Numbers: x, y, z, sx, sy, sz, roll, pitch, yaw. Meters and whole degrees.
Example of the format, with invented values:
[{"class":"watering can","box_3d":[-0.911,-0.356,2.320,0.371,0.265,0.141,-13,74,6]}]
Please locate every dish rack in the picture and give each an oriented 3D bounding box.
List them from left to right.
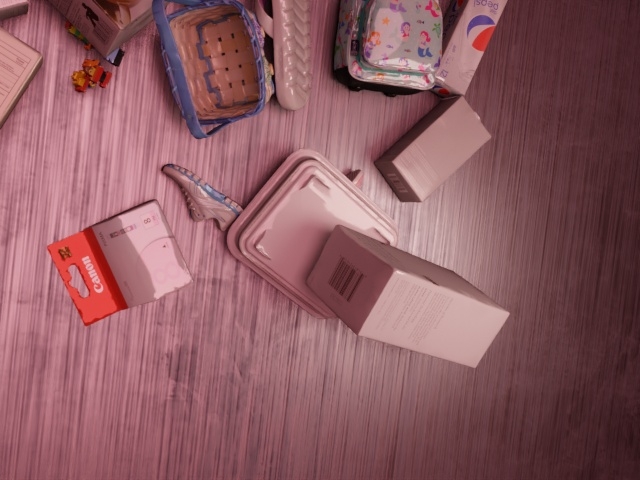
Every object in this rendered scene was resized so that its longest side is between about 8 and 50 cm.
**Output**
[{"class":"dish rack","box_3d":[0.000,0.000,1.657,0.332,0.072,0.286,40,90,-25]}]

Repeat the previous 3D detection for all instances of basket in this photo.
[{"class":"basket","box_3d":[-0.209,-0.340,1.469,0.200,0.289,0.255,-8,106,24]}]

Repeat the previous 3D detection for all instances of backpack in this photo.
[{"class":"backpack","box_3d":[0.151,-0.456,1.661,0.225,0.191,0.254,4,87,-20]}]

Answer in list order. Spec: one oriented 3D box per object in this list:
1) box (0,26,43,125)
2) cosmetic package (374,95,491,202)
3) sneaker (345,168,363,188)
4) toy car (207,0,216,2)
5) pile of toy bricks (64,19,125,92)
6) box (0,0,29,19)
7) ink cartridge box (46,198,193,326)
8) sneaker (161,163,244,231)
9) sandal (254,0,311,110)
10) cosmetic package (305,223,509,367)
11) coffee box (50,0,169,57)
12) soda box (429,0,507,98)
[{"class":"box","box_3d":[-0.632,-0.277,1.409,0.148,0.127,0.232,33,82,-19]},{"class":"cosmetic package","box_3d":[0.256,-0.207,1.758,0.238,0.107,0.127,-42,106,-16]},{"class":"sneaker","box_3d":[0.063,-0.091,1.723,0.070,0.051,0.134,43,77,-26]},{"class":"toy car","box_3d":[-0.273,-0.624,1.513,0.210,0.219,0.238,4,49,3]},{"class":"pile of toy bricks","box_3d":[-0.434,-0.395,1.470,0.105,0.118,0.212,27,81,-39]},{"class":"box","box_3d":[-0.597,-0.464,1.421,0.087,0.102,0.101,-23,102,-20]},{"class":"ink cartridge box","box_3d":[-0.400,0.047,1.559,0.232,0.066,0.189,-27,103,-21]},{"class":"sneaker","box_3d":[-0.254,-0.085,1.596,0.190,0.071,0.083,35,87,-19]},{"class":"sandal","box_3d":[-0.089,-0.480,1.603,0.102,0.169,0.417,1,95,20]},{"class":"cosmetic package","box_3d":[0.187,0.123,1.624,0.384,0.217,0.156,18,105,-41]},{"class":"coffee box","box_3d":[-0.424,-0.505,1.385,0.297,0.119,0.168,47,59,-11]},{"class":"soda box","box_3d":[0.328,-0.472,1.766,0.091,0.098,0.287,27,84,-20]}]
